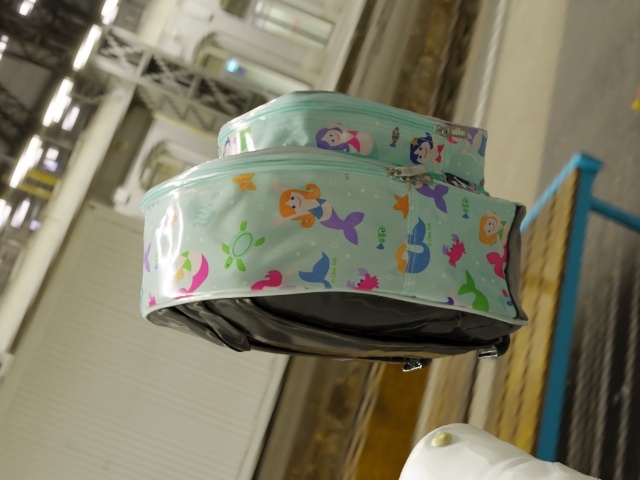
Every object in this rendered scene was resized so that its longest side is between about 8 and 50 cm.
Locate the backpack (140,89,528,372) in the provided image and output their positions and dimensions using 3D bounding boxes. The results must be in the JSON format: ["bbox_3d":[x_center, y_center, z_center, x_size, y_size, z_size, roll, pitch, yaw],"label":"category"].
[{"bbox_3d":[0.000,0.000,0.835,0.225,0.253,0.191,-16,76,55],"label":"backpack"}]

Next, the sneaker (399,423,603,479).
[{"bbox_3d":[0.131,0.217,0.563,0.108,0.292,0.169,-28,20,-20],"label":"sneaker"}]
